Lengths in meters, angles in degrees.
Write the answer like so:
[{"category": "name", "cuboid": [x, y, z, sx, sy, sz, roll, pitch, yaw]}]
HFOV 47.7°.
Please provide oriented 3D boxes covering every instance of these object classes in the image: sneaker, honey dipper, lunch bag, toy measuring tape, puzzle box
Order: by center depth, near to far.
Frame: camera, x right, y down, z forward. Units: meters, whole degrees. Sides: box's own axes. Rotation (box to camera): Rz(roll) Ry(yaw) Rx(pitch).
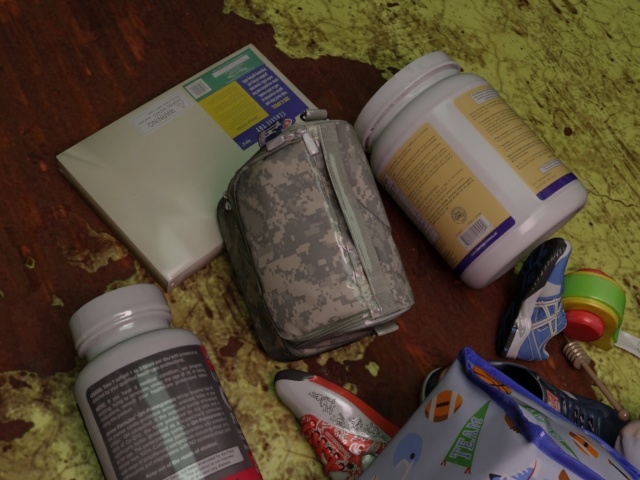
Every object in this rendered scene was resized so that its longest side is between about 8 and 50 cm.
[{"category": "lunch bag", "cuboid": [0.227, 0.365, 0.851, 0.385, 0.239, 0.328, 34, 100, -22]}, {"category": "sneaker", "cuboid": [0.029, 0.298, 0.995, 0.270, 0.090, 0.145, 32, 58, 0]}, {"category": "lunch bag", "cuboid": [0.000, 0.000, 1.012, 0.212, 0.256, 0.305, -15, 80, -25]}, {"category": "sneaker", "cuboid": [0.328, 0.257, 1.056, 0.350, 0.148, 0.131, 14, 61, -7]}, {"category": "honey dipper", "cuboid": [0.431, 0.218, 1.122, 0.030, 0.030, 0.161, -3, 32, -15]}, {"category": "sneaker", "cuboid": [0.348, 0.094, 1.135, 0.081, 0.211, 0.080, 17, 19, -3]}, {"category": "toy measuring tape", "cuboid": [0.492, 0.131, 1.180, 0.330, 0.121, 0.121, 26, 61, 0]}, {"category": "puzzle box", "cuboid": [-0.175, -0.134, 1.185, 0.409, 0.052, 0.272, -38, 77, -27]}]

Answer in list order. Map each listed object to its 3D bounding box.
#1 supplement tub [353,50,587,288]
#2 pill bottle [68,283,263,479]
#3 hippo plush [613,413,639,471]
[{"category": "supplement tub", "cuboid": [0.232, -0.115, 1.168, 0.241, 0.241, 0.331, -31, 75, -25]}, {"category": "pill bottle", "cuboid": [-0.207, 0.223, 0.925, 0.176, 0.176, 0.318, -20, 70, -22]}, {"category": "hippo plush", "cuboid": [0.521, 0.360, 0.959, 0.294, 0.234, 0.236, -38, 36, -30]}]
